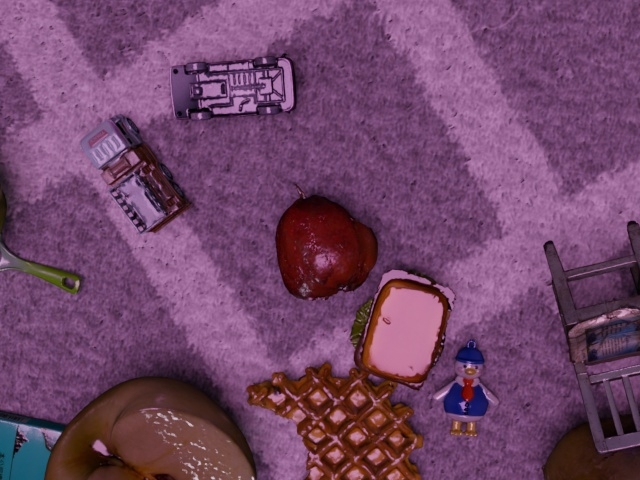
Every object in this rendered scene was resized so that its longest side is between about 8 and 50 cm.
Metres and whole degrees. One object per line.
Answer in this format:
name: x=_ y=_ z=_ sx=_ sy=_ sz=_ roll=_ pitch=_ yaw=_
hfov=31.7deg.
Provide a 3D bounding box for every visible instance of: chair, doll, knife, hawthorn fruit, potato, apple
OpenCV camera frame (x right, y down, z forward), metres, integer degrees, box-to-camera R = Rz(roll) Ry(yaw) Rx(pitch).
chair: x=0.400 y=0.130 z=1.521 sx=0.136 sy=0.147 sz=0.270 roll=-13 pitch=60 yaw=9
doll: x=0.217 y=0.217 z=1.663 sx=0.099 sy=0.057 sz=0.143 roll=6 pitch=94 yaw=3
knife: x=-0.443 y=0.042 z=1.730 sx=0.166 sy=0.022 sz=0.078 roll=17 pitch=107 yaw=6
hawthorn fruit: x=0.000 y=0.000 z=1.615 sx=0.148 sy=0.148 sz=0.172 roll=-27 pitch=82 yaw=10
potato: x=0.469 y=0.330 z=1.579 sx=0.307 sy=0.210 sz=0.173 roll=-19 pitch=127 yaw=2
apple: x=-0.255 y=0.344 z=1.644 sx=0.258 sy=0.233 sz=0.295 roll=41 pitch=83 yaw=-38

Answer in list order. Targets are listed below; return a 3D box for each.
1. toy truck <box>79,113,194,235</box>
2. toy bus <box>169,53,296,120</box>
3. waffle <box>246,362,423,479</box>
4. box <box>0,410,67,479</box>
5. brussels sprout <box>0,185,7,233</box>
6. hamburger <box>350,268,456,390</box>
toy truck: x=-0.278 y=-0.097 z=1.644 sx=0.080 sy=0.115 sz=0.177 roll=-36 pitch=91 yaw=11
toy bus: x=-0.120 y=-0.220 z=1.618 sx=0.178 sy=0.098 sz=0.086 roll=-3 pitch=97 yaw=10
waffle: x=0.026 y=0.324 z=1.697 sx=0.260 sy=0.069 sz=0.293 roll=-3 pitch=97 yaw=4
box: x=-0.448 y=0.361 z=1.769 sx=0.226 sy=0.042 sz=0.161 roll=11 pitch=100 yaw=5
brussels sprout: x=-0.592 y=-0.055 z=1.623 sx=0.259 sy=0.294 sz=0.227 roll=-19 pitch=124 yaw=-11
hamburger: x=0.119 y=0.123 z=1.643 sx=0.137 sy=0.087 sz=0.166 roll=21 pitch=99 yaw=4
